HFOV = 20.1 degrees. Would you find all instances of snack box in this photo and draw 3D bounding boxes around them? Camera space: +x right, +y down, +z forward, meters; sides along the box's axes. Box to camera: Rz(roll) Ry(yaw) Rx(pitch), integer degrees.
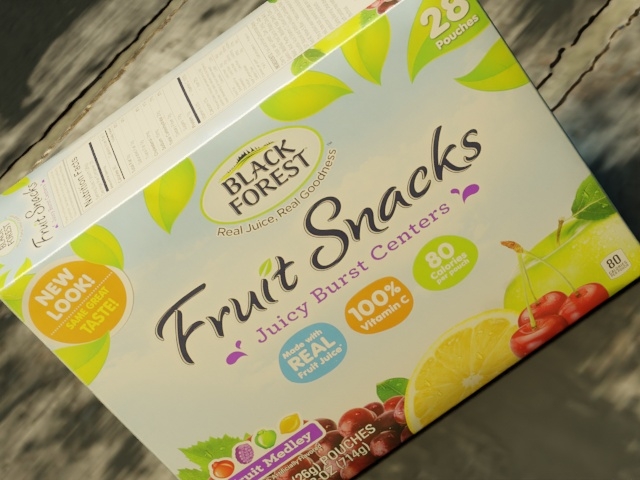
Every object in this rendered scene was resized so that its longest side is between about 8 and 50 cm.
[{"bbox_3d":[0.000,0.000,0.715,0.207,0.174,0.070,-36,34,4],"label":"snack box"}]
